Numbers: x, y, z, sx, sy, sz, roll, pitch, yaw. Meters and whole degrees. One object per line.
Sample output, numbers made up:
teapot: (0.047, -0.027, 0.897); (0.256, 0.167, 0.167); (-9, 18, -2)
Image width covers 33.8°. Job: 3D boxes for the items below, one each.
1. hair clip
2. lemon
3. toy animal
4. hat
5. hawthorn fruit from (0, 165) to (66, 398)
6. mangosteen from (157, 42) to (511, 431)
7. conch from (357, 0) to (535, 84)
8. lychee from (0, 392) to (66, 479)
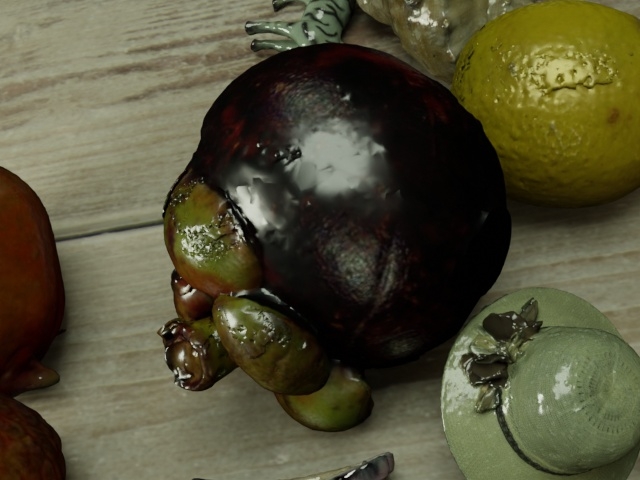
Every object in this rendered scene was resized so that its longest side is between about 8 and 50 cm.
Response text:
hair clip: (-0.042, 0.276, 1.139); (0.257, 0.146, 0.075); (-12, 77, -1)
lemon: (0.302, -0.166, 1.294); (0.310, 0.258, 0.258); (5, 58, 7)
toy animal: (-0.024, -0.306, 1.549); (0.170, 0.090, 0.255); (-4, 59, 3)
hat: (0.265, 0.162, 1.087); (0.257, 0.130, 0.257); (5, 75, -20)
hawthorn fruit: (-0.461, 0.055, 1.297); (0.295, 0.295, 0.311); (-11, 80, 4)
mangosteen: (0.023, -0.002, 1.170); (0.381, 0.381, 0.421); (11, 69, 18)
conch: (0.176, -0.361, 1.443); (0.324, 0.186, 0.263); (25, 86, 14)
lychee: (-0.403, 0.291, 1.137); (0.255, 0.255, 0.300); (31, 43, 27)
